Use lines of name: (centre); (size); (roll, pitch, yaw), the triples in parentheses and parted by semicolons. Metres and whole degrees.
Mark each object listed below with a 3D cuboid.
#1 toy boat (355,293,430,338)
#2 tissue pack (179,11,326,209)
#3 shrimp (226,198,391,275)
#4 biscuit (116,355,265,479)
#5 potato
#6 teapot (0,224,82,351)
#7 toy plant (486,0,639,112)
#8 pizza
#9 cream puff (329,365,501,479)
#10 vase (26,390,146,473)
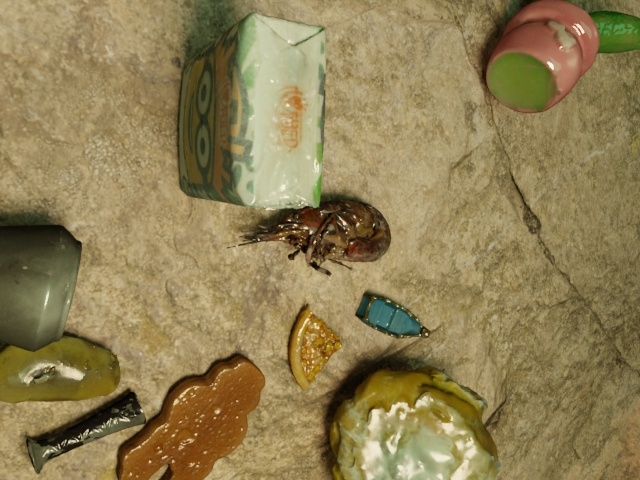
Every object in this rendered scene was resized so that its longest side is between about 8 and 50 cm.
toy boat: (0.164, 0.177, 1.110); (0.186, 0.077, 0.075); (30, 81, -34)
tissue pack: (-0.111, -0.167, 0.722); (0.128, 0.311, 0.227); (-2, 99, -29)
shrimp: (-0.004, -0.004, 0.944); (0.343, 0.117, 0.145); (-4, 87, -33)
biscuit: (-0.221, 0.340, 0.909); (0.295, 0.044, 0.186); (-45, 123, -17)
potato: (-0.389, 0.194, 0.745); (0.188, 0.085, 0.105); (22, 89, -39)
teapot: (-0.445, 0.061, 0.640); (0.225, 0.171, 0.203); (13, 93, -28)
toy plant: (0.558, -0.449, 1.158); (0.317, 0.210, 0.356); (36, 61, 8)
pizza: (-0.007, 0.221, 1.028); (0.131, 0.041, 0.178); (12, 92, -36)
cream puff: (0.192, 0.448, 1.091); (0.379, 0.275, 0.377); (1, 85, -7)
vase: (-0.369, 0.302, 0.794); (0.167, 0.059, 0.059); (-20, 109, -29)
